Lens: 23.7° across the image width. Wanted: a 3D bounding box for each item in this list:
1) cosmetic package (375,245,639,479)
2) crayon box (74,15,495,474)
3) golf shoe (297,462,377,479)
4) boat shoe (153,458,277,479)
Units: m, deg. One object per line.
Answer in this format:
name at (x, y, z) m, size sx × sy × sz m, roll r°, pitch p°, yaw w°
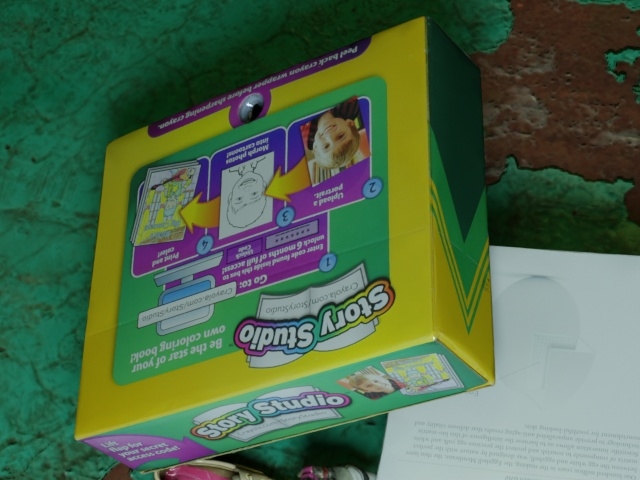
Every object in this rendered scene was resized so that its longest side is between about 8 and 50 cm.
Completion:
cosmetic package at (0.182, 0.135, 1.302) m, size 0.224 × 0.138 × 0.224 m, roll 5°, pitch 65°, yaw 16°
crayon box at (-0.034, 0.010, 1.331) m, size 0.363 × 0.106 × 0.313 m, roll -18°, pitch 55°, yaw 29°
golf shoe at (0.026, 0.285, 1.308) m, size 0.086 × 0.067 × 0.186 m, roll 4°, pitch 82°, yaw -31°
boat shoe at (-0.073, 0.232, 1.362) m, size 0.170 × 0.059 × 0.063 m, roll 10°, pitch 68°, yaw 17°
